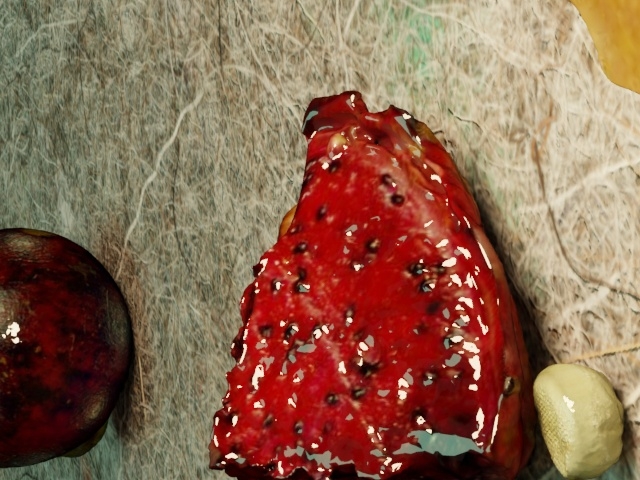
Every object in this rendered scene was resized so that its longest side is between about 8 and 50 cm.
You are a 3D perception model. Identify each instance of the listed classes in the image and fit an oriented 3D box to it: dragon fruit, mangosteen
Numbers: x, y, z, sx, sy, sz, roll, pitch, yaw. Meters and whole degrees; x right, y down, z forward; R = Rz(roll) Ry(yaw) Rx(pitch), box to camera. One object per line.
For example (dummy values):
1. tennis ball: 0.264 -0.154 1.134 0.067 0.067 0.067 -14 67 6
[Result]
1. dragon fruit: 0.093 0.055 1.580 0.286 0.228 0.329 -8 66 37
2. mangosteen: -0.362 0.146 2.529 0.306 0.359 0.306 -21 57 36

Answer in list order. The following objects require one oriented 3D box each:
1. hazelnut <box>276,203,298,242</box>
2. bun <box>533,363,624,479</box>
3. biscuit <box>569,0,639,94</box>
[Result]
1. hazelnut: 0.000 0.000 1.806 0.086 0.086 0.086 174 90 -68
2. bun: 0.187 0.126 1.406 0.086 0.054 0.086 167 90 -80
3. biscuit: 0.209 -0.308 1.223 0.385 0.062 0.365 106 147 -43
